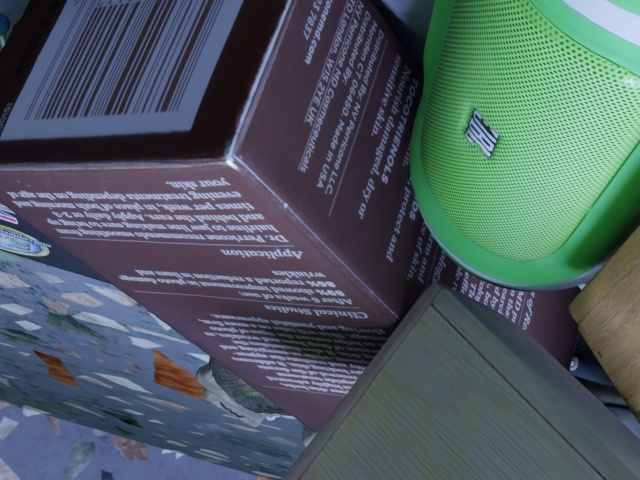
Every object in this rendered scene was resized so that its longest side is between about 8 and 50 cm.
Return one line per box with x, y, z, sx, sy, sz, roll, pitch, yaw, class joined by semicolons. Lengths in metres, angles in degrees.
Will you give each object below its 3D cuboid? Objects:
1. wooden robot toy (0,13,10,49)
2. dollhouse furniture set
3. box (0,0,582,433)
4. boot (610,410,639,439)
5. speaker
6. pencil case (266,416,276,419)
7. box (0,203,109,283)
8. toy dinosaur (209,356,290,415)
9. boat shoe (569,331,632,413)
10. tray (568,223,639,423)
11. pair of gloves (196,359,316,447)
-0.179;-0.073;0.691;0.173;0.079;0.076;43;177;-27;wooden robot toy
0.204;0.205;0.619;0.394;0.362;0.256;26;-165;-42;dollhouse furniture set
0.000;0.000;0.670;0.191;0.143;0.381;2;150;34;box
0.212;0.190;1.169;0.161;0.083;0.246;19;155;-38;boot
0.107;-0.072;0.438;0.131;0.131;0.296;14;162;4;speaker
0.028;0.166;1.248;0.236;0.104;0.104;7;160;22;pencil case
-0.174;-0.018;0.930;0.270;0.060;0.216;19;161;-11;box
-0.011;0.104;0.948;0.160;0.121;0.313;-38;160;30;toy dinosaur
0.202;0.100;0.920;0.114;0.091;0.302;28;158;-33;boat shoe
0.212;-0.056;0.304;0.203;0.076;0.411;-28;165;-10;tray
-0.015;0.184;1.145;0.240;0.042;0.204;29;163;8;pair of gloves
